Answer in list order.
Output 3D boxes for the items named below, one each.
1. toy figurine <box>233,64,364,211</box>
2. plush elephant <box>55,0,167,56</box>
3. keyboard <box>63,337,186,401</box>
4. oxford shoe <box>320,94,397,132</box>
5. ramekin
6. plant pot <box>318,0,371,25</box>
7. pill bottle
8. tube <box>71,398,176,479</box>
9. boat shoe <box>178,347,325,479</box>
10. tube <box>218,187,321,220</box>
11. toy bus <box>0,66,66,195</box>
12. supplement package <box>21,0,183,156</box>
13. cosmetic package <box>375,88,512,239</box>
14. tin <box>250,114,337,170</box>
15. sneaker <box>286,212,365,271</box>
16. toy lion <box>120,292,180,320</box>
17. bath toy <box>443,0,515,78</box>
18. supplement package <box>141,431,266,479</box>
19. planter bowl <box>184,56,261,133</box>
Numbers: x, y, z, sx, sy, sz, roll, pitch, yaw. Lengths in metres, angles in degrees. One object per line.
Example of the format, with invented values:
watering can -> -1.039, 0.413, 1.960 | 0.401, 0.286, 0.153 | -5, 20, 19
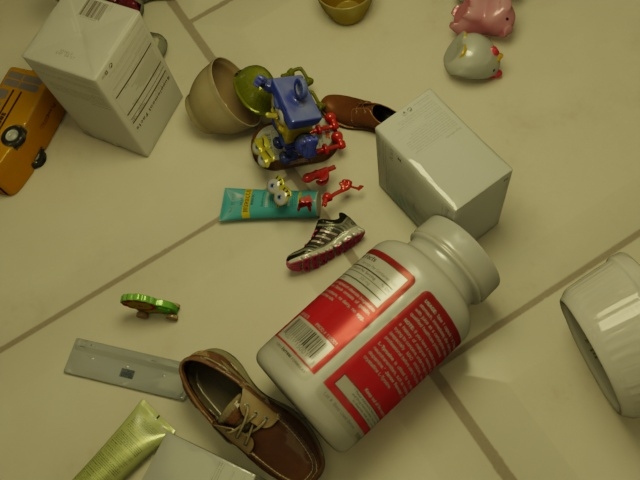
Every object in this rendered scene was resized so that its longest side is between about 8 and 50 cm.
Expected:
toy figurine -> -0.039, -0.264, 1.416 | 0.191, 0.217, 0.362 | -15, 66, -16
plush elephant -> -0.498, -0.597, 1.653 | 0.330, 0.255, 0.271 | 12, 69, 12
keyboard -> -0.369, 0.248, 1.407 | 0.256, 0.014, 0.072 | 10, 73, 12
oxford shoe -> 0.093, -0.273, 1.539 | 0.212, 0.076, 0.076 | 20, 73, 17
ramekin -> 0.503, 0.167, 1.202 | 0.127, 0.273, 0.272 | -27, 66, 8
plant pot -> 0.058, -0.545, 1.649 | 0.134, 0.095, 0.134 | -2, 67, 6
pill bottle -> 0.108, 0.149, 1.269 | 0.408, 0.229, 0.229 | -41, 68, -11
tube -> -0.377, 0.406, 1.317 | 0.240, 0.062, 0.070 | -47, 113, -18
boat shoe -> -0.133, 0.313, 1.276 | 0.324, 0.116, 0.123 | 36, 93, 23
tube -> -0.104, -0.075, 1.496 | 0.207, 0.052, 0.080 | 0, 56, 12
toy bus -> -0.659, -0.267, 1.613 | 0.130, 0.108, 0.332 | 14, 70, 15
supplement package -> -0.437, -0.338, 1.513 | 0.178, 0.293, 0.175 | 21, 71, 15
cosmetic package -> 0.224, -0.118, 1.372 | 0.138, 0.224, 0.224 | -37, 67, -10
tin -> -0.055, -0.209, 1.552 | 0.190, 0.040, 0.106 | -11, 70, 2
sneaker -> 0.000, 0.000, 1.439 | 0.170, 0.063, 0.074 | -29, 67, -11
toy lion -> -0.331, 0.124, 1.407 | 0.100, 0.096, 0.034 | 3, 67, 8
bath toy -> 0.365, -0.494, 1.578 | 0.129, 0.151, 0.348 | 23, 67, -22
supplement package -> -0.201, 0.420, 1.258 | 0.179, 0.105, 0.105 | 21, 72, 15
planter bowl -> -0.218, -0.293, 1.555 | 0.109, 0.162, 0.162 | -25, 63, 26
